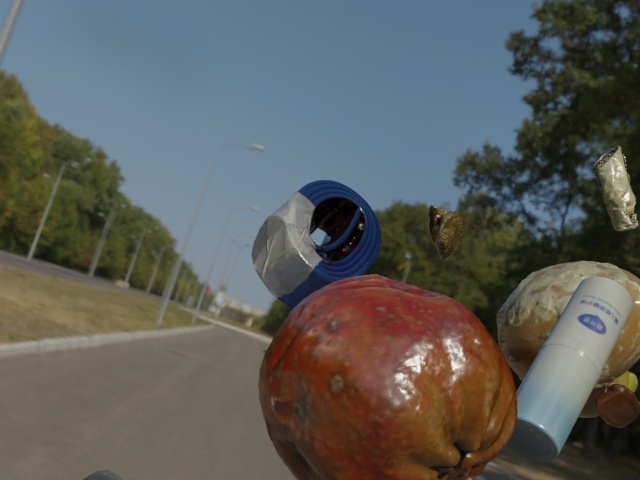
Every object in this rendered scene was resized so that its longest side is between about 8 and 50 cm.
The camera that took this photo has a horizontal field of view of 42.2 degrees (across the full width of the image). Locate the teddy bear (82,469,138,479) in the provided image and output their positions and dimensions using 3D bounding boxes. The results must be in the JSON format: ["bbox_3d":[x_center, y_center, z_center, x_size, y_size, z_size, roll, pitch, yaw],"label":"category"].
[{"bbox_3d":[-0.448,0.559,1.556,0.144,0.171,0.251,51,25,-7],"label":"teddy bear"}]

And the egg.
[{"bbox_3d":[0.389,0.131,1.263,0.245,0.203,0.203,-23,-18,12],"label":"egg"}]

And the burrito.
[{"bbox_3d":[0.464,-0.083,1.302,0.055,0.149,0.041,6,-24,-30],"label":"burrito"}]

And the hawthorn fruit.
[{"bbox_3d":[0.065,0.154,0.830,0.258,0.258,0.261,22,33,-30],"label":"hawthorn fruit"}]

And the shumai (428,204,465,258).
[{"bbox_3d":[0.326,-0.018,2.198,0.105,0.123,0.139,10,-29,48],"label":"shumai"}]

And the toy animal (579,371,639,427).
[{"bbox_3d":[0.613,0.306,1.941,0.216,0.191,0.338,37,21,-4],"label":"toy animal"}]

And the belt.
[{"bbox_3d":[0.000,0.000,1.658,0.212,0.117,0.347,49,31,-3],"label":"belt"}]

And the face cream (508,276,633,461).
[{"bbox_3d":[0.303,0.151,1.013,0.077,0.250,0.077,26,-37,21],"label":"face cream"}]
